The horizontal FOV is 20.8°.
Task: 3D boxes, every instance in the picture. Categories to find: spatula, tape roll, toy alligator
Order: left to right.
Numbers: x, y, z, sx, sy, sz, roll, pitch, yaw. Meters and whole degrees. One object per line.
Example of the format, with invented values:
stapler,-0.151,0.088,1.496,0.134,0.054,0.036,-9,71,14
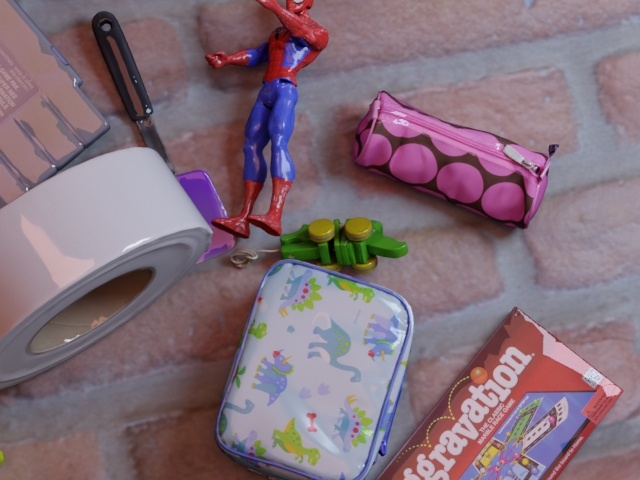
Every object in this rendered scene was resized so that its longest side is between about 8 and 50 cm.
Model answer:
tape roll,-0.247,0.030,1.695,0.286,0.286,0.100,-33,79,-10
spatula,-0.182,-0.113,1.862,0.084,0.030,0.296,-23,78,-7
toy alligator,0.000,0.000,1.834,0.190,0.056,0.051,-2,39,13

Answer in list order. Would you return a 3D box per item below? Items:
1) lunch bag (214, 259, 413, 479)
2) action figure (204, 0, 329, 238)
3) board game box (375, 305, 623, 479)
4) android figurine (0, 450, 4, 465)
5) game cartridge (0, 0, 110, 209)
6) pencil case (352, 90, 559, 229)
lunch bag,-0.003,0.143,1.775,0.176,0.090,0.219,17,76,3
action figure,-0.071,-0.157,1.824,0.139,0.091,0.280,30,67,-39
board game box,0.171,0.219,1.796,0.145,0.027,0.281,38,78,8
android figurine,-0.441,0.282,1.742,0.273,0.056,0.248,-14,77,-4
game cartridge,-0.414,-0.186,1.823,0.230,0.068,0.355,-40,93,-11
pencil case,0.139,-0.090,1.835,0.209,0.098,0.095,19,76,3
